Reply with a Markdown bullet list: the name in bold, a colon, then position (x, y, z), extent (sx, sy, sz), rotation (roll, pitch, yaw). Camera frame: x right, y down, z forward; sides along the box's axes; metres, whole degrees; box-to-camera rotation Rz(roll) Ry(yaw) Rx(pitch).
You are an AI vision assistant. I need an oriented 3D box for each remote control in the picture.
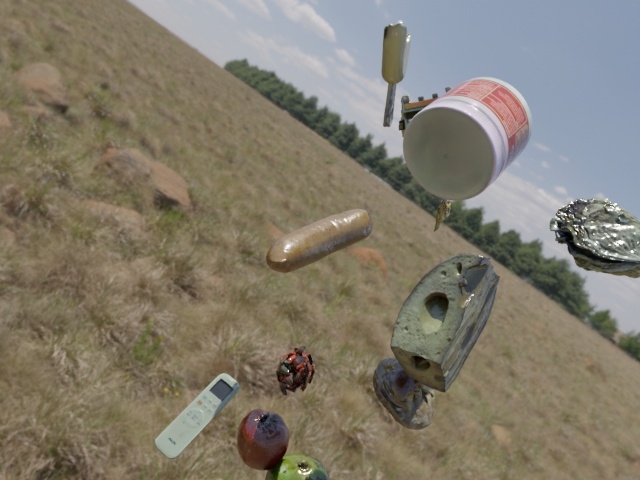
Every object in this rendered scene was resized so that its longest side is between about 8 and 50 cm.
- **remote control**: position (-0.377, 0.542, 1.696), extent (0.090, 0.038, 0.309), rotation (35, 53, 18)

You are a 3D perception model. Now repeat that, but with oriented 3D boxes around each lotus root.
- **lotus root**: position (0.289, 0.177, 1.278), extent (0.142, 0.314, 0.210), rotation (22, -20, 37)

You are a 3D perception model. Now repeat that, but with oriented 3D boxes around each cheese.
- **cheese**: position (0.158, -0.358, 1.179), extent (0.050, 0.234, 0.127), rotation (10, 32, 12)

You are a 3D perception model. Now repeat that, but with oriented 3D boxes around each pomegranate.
- **pomegranate**: position (-0.077, 0.779, 1.691), extent (0.211, 0.262, 0.211), rotation (14, 29, -8)

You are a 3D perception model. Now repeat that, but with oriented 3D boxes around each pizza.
- **pizza**: position (0.360, -0.074, 1.604), extent (0.026, 0.108, 0.123), rotation (21, 8, 19)

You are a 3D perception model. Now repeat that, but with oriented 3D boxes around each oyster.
- **oyster**: position (0.702, 0.005, 1.344), extent (0.267, 0.199, 0.112), rotation (62, -4, 35)

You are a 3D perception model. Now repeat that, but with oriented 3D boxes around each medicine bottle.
- **medicine bottle**: position (0.374, -0.261, 1.386), extent (0.253, 0.252, 0.241), rotation (37, 49, 18)

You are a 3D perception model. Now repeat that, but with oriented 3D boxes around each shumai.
- **shumai**: position (0.229, 0.379, 1.436), extent (0.162, 0.152, 0.209), rotation (-7, 47, -13)

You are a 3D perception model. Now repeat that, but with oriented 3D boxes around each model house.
- **model house**: position (0.389, -0.382, 1.898), extent (0.198, 0.224, 0.215), rotation (70, 10, -72)

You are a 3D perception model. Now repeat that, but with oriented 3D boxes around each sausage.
- **sausage**: position (-0.003, 0.000, 1.778), extent (0.136, 0.123, 0.501), rotation (3, 17, 41)

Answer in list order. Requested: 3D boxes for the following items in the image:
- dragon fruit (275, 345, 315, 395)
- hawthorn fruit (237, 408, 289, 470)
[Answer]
- **dragon fruit**: position (-0.071, 0.377, 1.575), extent (0.142, 0.121, 0.130), rotation (65, 1, -58)
- **hawthorn fruit**: position (-0.179, 0.614, 1.651), extent (0.169, 0.187, 0.169), rotation (9, 16, -3)
